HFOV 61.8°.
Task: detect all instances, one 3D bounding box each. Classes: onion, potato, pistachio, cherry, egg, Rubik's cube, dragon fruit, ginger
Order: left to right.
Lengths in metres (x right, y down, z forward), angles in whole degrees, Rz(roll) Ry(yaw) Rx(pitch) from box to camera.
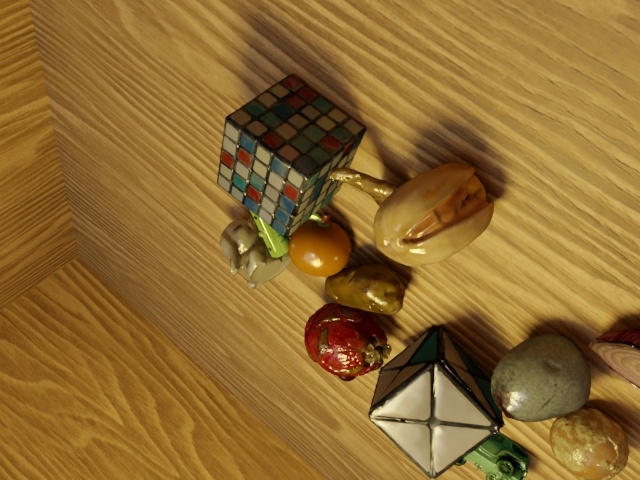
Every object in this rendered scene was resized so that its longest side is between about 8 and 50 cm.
[{"bbox_3d":[-0.092,-0.239,1.535,0.287,0.292,0.293,38,146,10],"label":"Rubik's cube"},{"bbox_3d":[0.087,0.363,1.959,0.342,0.277,0.277,26,146,61],"label":"dragon fruit"},{"bbox_3d":[0.142,0.160,1.810,0.369,0.195,0.176,-4,99,58],"label":"potato"},{"bbox_3d":[0.180,-0.125,1.497,0.334,0.081,0.148,29,-173,-26],"label":"ginger"},{"bbox_3d":[0.277,-0.061,1.350,0.230,0.309,0.230,55,-175,-6],"label":"pistachio"},{"bbox_3d":[0.371,0.502,1.721,0.307,0.305,0.310,46,109,2],"label":"Rubik's cube"},{"bbox_3d":[0.613,0.383,1.482,0.218,0.296,0.255,62,158,27],"label":"cherry"},{"bbox_3d":[0.772,0.587,1.554,0.203,0.203,0.245,45,169,1],"label":"egg"},{"bbox_3d":[0.810,0.288,1.310,0.250,0.111,0.247,40,169,-9],"label":"onion"}]

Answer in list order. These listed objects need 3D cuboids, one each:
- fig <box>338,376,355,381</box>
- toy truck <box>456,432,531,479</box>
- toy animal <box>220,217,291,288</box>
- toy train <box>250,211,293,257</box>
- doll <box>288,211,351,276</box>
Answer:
[{"bbox_3d":[0.128,0.579,2.330,0.089,0.089,0.125,15,161,36],"label":"fig"},{"bbox_3d":[0.610,0.782,1.956,0.279,0.156,0.155,30,142,22],"label":"toy truck"},{"bbox_3d":[-0.277,0.035,2.070,0.265,0.272,0.206,46,122,22],"label":"toy animal"},{"bbox_3d":[-0.163,-0.061,1.902,0.105,0.157,0.253,7,129,42],"label":"toy train"},{"bbox_3d":[0.000,0.000,1.772,0.213,0.213,0.236,25,130,27],"label":"doll"}]
